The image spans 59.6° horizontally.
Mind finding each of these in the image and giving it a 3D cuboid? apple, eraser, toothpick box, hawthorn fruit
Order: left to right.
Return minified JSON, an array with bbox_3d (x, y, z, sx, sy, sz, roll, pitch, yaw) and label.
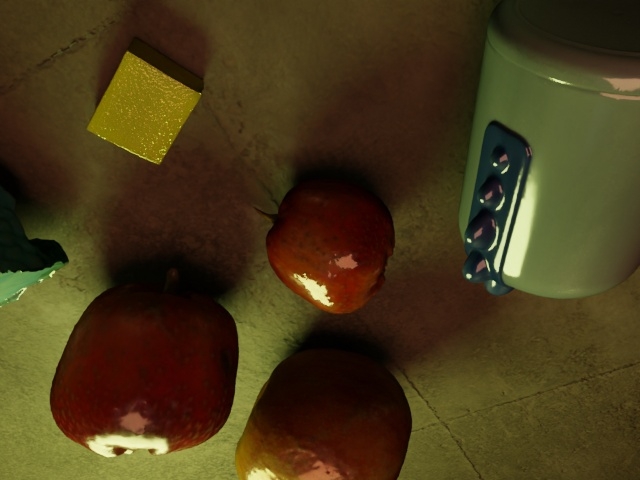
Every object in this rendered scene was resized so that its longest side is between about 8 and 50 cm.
[{"bbox_3d":[-0.212,-0.166,0.680,0.097,0.045,0.122,27,123,-24],"label":"eraser"},{"bbox_3d":[-0.253,0.184,0.840,0.275,0.275,0.299,12,93,-13],"label":"hawthorn fruit"},{"bbox_3d":[-0.009,0.328,0.955,0.302,0.301,0.301,-1,131,-2],"label":"apple"},{"bbox_3d":[0.000,0.000,0.756,0.200,0.179,0.179,17,129,0],"label":"hawthorn fruit"},{"bbox_3d":[0.276,-0.082,0.646,0.263,0.263,0.354,-3,132,-1],"label":"toothpick box"}]

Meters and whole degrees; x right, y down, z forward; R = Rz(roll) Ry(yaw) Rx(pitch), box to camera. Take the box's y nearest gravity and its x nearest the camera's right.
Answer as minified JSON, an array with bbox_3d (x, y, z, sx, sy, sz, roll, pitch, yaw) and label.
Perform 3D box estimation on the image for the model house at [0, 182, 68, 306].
[{"bbox_3d":[-0.527,-0.010,0.735,0.261,0.226,0.241,-26,90,15],"label":"model house"}]
